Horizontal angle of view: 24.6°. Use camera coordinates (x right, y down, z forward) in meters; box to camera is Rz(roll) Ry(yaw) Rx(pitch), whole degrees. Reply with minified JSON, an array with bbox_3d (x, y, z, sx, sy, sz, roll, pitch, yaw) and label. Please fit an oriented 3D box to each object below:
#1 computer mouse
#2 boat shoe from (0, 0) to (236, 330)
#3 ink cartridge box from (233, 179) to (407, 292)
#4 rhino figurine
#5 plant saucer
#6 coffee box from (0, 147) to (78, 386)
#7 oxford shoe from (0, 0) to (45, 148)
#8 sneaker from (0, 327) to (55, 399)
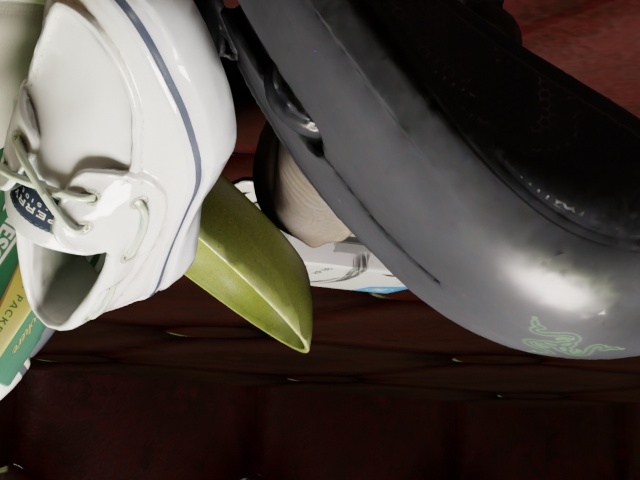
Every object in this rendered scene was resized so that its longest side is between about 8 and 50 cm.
[{"bbox_3d":[0.026,-0.032,0.536,0.272,0.072,0.188,34,158,5],"label":"computer mouse"},{"bbox_3d":[-0.086,-0.025,0.576,0.083,0.076,0.226,41,155,19],"label":"boat shoe"},{"bbox_3d":[0.000,0.000,1.147,0.180,0.060,0.104,7,169,-27],"label":"ink cartridge box"},{"bbox_3d":[0.033,-0.060,0.691,0.073,0.106,0.243,6,169,-24],"label":"rhino figurine"},{"bbox_3d":[-0.090,-0.028,0.793,0.241,0.037,0.241,38,172,6],"label":"plant saucer"},{"bbox_3d":[-0.198,-0.024,0.705,0.184,0.113,0.040,33,170,8],"label":"coffee box"},{"bbox_3d":[-0.281,0.016,0.581,0.449,0.130,0.169,-25,160,-8],"label":"oxford shoe"},{"bbox_3d":[-0.244,-0.028,0.846,0.321,0.127,0.126,27,163,35],"label":"sneaker"}]
